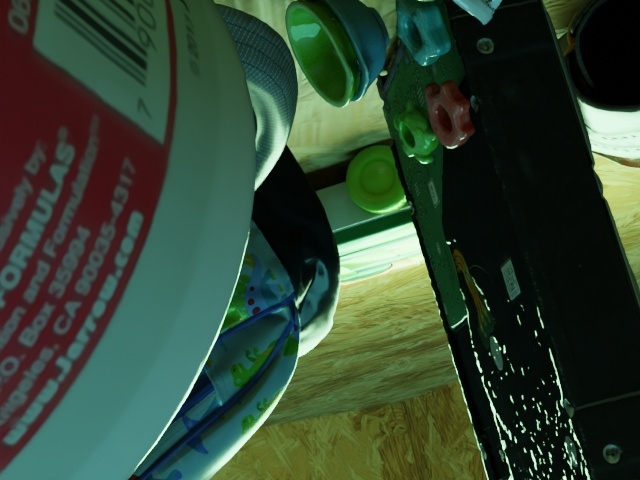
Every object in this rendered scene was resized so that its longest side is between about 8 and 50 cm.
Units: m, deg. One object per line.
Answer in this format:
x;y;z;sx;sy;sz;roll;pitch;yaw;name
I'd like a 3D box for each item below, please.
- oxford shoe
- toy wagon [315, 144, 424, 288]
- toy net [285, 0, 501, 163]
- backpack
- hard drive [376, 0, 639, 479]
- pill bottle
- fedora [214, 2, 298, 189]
0.197;-0.118;0.892;0.132;0.130;0.363;8;176;-16;oxford shoe
0.000;0.000;1.344;0.344;0.068;0.267;-18;167;16;toy wagon
0.048;-0.111;0.777;0.045;0.122;0.232;-27;174;-18;toy net
-0.169;0.110;1.043;0.355;0.273;0.290;-22;173;-23;backpack
0.120;0.013;0.906;0.064;0.339;0.237;-14;167;-10;hard drive
-0.206;-0.069;0.289;0.229;0.229;0.407;-19;149;23;pill bottle
-0.140;-0.072;0.726;0.243;0.124;0.275;-12;159;-20;fedora
